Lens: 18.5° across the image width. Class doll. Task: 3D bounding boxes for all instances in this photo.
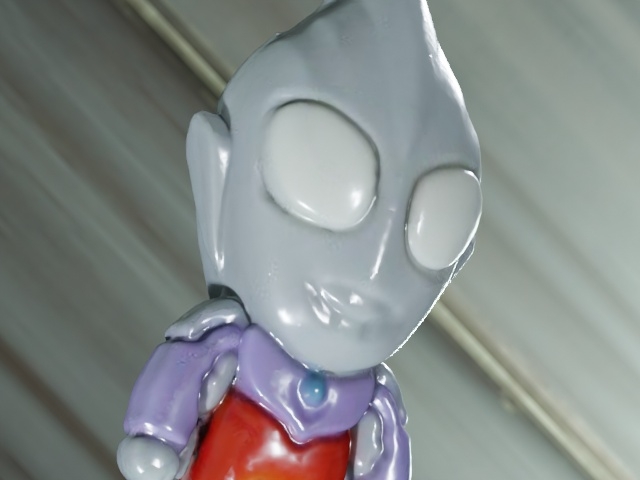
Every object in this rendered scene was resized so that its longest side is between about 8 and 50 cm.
[{"bbox_3d":[0.000,0.000,0.592,0.075,0.102,0.227,-10,-121,55],"label":"doll"}]
